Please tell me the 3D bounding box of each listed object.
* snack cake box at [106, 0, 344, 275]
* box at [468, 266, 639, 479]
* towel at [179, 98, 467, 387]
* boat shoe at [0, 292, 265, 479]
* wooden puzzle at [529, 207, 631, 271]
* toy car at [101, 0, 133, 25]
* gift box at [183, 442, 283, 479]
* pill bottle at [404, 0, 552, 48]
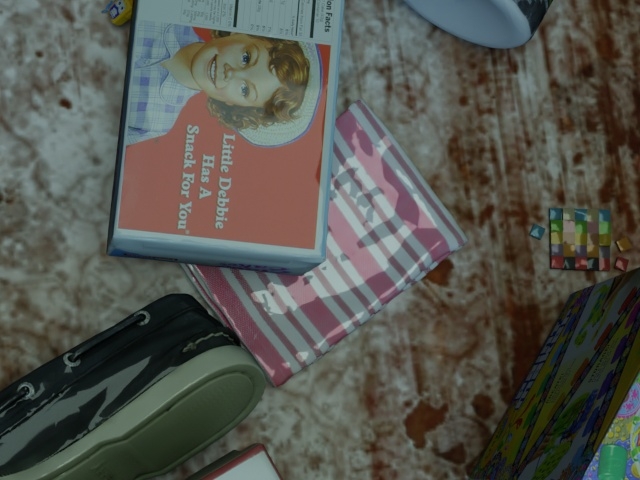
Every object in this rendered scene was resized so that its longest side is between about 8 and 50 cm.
[{"bbox_3d":[-0.067,-0.115,1.043,0.152,0.089,0.264,7,79,-11],"label":"snack cake box"},{"bbox_3d":[0.295,0.165,0.980,0.290,0.279,0.177,31,79,-1],"label":"box"},{"bbox_3d":[0.000,0.000,1.092,0.197,0.029,0.144,-37,89,-11],"label":"towel"},{"bbox_3d":[-0.210,0.143,1.006,0.340,0.127,0.113,-33,58,-3],"label":"boat shoe"},{"bbox_3d":[0.207,-0.001,1.131,0.083,0.006,0.049,2,82,-7],"label":"wooden puzzle"},{"bbox_3d":[-0.190,-0.215,1.088,0.040,0.060,0.122,-37,80,20],"label":"toy car"},{"bbox_3d":[-0.067,0.294,0.925,0.255,0.258,0.276,-35,86,-10],"label":"gift box"},{"bbox_3d":[0.161,-0.282,1.104,0.130,0.130,0.245,31,79,-2],"label":"pill bottle"}]
